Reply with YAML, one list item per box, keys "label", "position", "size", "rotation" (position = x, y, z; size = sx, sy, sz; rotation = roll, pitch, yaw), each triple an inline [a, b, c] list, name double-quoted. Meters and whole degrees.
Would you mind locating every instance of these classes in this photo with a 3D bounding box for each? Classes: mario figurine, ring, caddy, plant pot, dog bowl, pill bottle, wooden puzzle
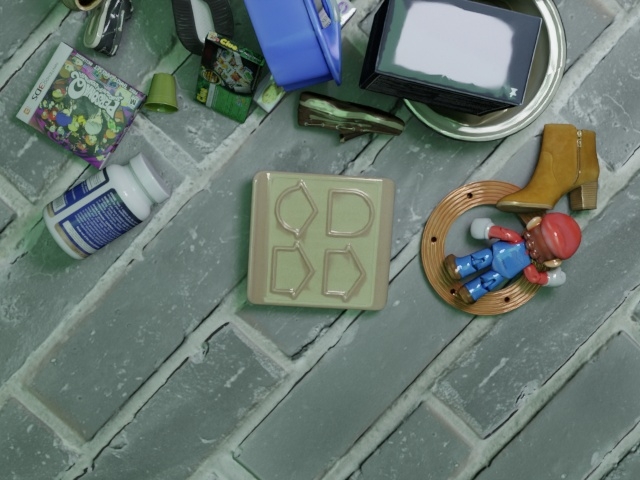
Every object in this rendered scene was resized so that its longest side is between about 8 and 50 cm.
- label: "mario figurine"
  position: [0.471, 0.034, 1.849]
  size: [0.320, 0.170, 0.198]
  rotation: [-25, 133, 10]
- label: "ring"
  position: [0.413, 0.018, 1.899]
  size: [0.336, 0.032, 0.337]
  rotation: [0, 95, -4]
- label: "caddy"
  position: [-0.049, -0.486, 1.660]
  size: [0.179, 0.241, 0.342]
  rotation: [-20, 94, 8]
- label: "plant pot"
  position: [-0.371, -0.350, 1.804]
  size: [0.083, 0.083, 0.079]
  rotation: [5, 84, -3]
- label: "dog bowl"
  position: [0.351, -0.433, 1.791]
  size: [0.407, 0.150, 0.408]
  rotation: [0, 96, -3]
- label: "pill bottle"
  position: [-0.493, -0.083, 1.782]
  size: [0.264, 0.153, 0.153]
  rotation: [-32, 96, 1]
- label: "wooden puzzle"
  position: [0.000, 0.000, 1.857]
  size: [0.347, 0.080, 0.322]
  rotation: [3, 96, -8]

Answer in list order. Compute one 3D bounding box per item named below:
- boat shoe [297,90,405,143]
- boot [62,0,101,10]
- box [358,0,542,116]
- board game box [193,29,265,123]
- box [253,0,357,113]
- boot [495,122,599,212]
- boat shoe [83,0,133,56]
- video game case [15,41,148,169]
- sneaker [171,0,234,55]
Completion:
- label: "boat shoe"
  position: [0.069, -0.279, 1.830]
  size: [0.257, 0.095, 0.095]
  rotation: [16, 109, 2]
- label: "boot"
  position: [-0.496, -0.633, 1.693]
  size: [0.095, 0.203, 0.262]
  rotation: [21, 97, -28]
- label: "box"
  position: [0.252, -0.379, 1.569]
  size: [0.296, 0.294, 0.183]
  rotation: [12, 95, -5]
- label: "board game box"
  position: [-0.209, -0.361, 1.724]
  size: [0.136, 0.260, 0.030]
  rotation: [24, 66, -6]
- label: "box"
  position: [-0.043, -0.440, 1.812]
  size: [0.067, 0.063, 0.324]
  rotation: [41, 93, -5]
- label: "boot"
  position: [0.540, -0.175, 1.837]
  size: [0.294, 0.104, 0.211]
  rotation: [-3, 86, -21]
- label: "boat shoe"
  position: [-0.477, -0.546, 1.786]
  size: [0.079, 0.084, 0.233]
  rotation: [20, 87, -42]
- label: "video game case"
  position: [-0.562, -0.316, 1.810]
  size: [0.232, 0.042, 0.210]
  rotation: [33, 95, -6]
- label: "sneaker"
  position: [-0.278, -0.654, 1.656]
  size: [0.169, 0.258, 0.448]
  rotation: [-5, 129, -6]
